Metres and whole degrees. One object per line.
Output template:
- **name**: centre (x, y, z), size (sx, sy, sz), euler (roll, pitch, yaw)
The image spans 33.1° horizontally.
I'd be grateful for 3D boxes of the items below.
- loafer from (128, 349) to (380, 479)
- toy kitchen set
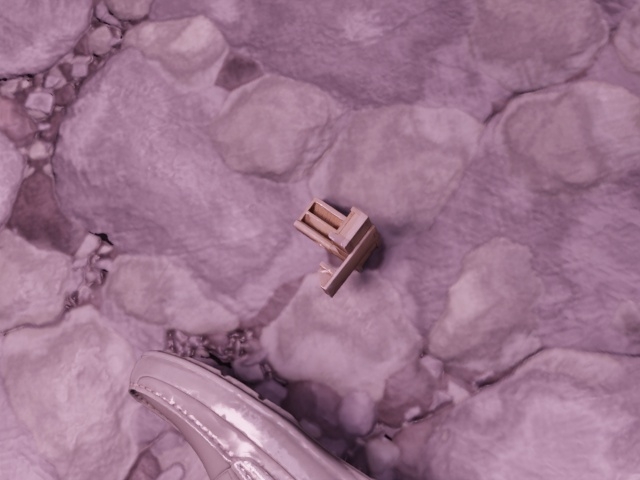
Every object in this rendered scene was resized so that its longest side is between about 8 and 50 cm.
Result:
- **loafer**: centre (-0.036, 0.202, 0.857), size (0.319, 0.112, 0.111), euler (33, 74, 18)
- **toy kitchen set**: centre (0.000, 0.000, 0.923), size (0.075, 0.083, 0.068), euler (35, 82, 18)
